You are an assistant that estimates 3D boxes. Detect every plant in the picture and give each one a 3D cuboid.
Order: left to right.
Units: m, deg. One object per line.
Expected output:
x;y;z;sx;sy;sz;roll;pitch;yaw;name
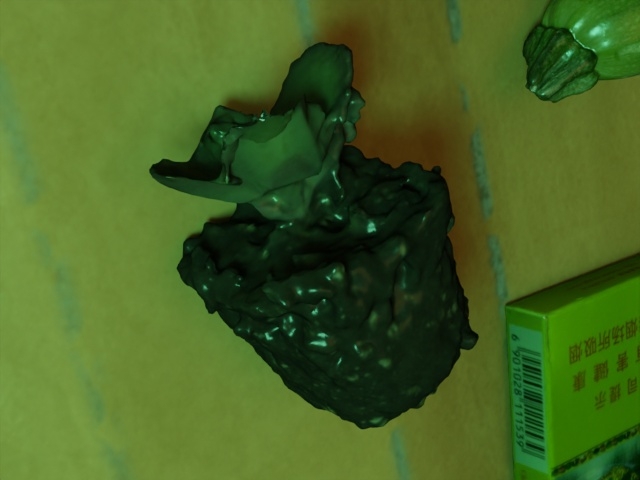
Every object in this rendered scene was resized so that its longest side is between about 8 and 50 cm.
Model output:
0.000;0.000;0.641;0.142;0.131;0.203;-48;123;-18;plant

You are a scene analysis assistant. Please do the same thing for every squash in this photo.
0.184;-0.143;0.803;0.132;0.105;0.105;-29;117;-11;squash

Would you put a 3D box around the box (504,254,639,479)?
0.229;0.188;0.917;0.187;0.047;0.335;-17;110;-36;box
